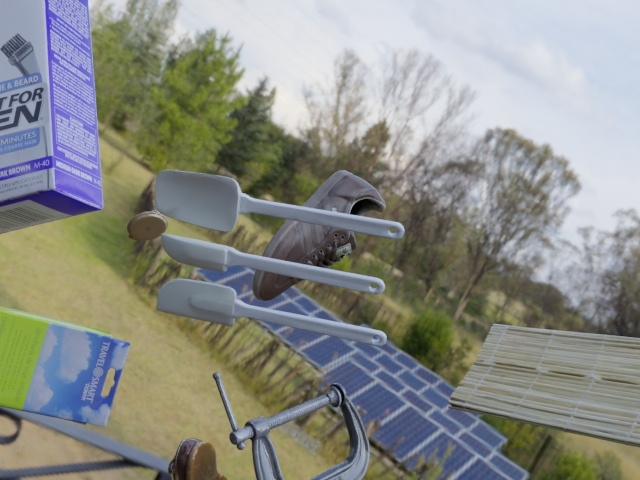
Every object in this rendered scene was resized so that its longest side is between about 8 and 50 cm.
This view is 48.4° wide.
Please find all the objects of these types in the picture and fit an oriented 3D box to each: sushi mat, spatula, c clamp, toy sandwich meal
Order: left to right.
[{"bbox_3d":[-0.331,-0.031,1.358,0.086,0.086,0.029,27,31,-44],"label":"toy sandwich meal"},{"bbox_3d":[-0.046,0.023,0.695,0.242,0.168,0.019,11,24,7],"label":"spatula"},{"bbox_3d":[-0.015,0.174,0.645,0.161,0.137,0.022,-2,-16,-45],"label":"c clamp"},{"bbox_3d":[0.310,0.164,0.822,0.317,0.151,0.019,1,-53,44],"label":"sushi mat"}]

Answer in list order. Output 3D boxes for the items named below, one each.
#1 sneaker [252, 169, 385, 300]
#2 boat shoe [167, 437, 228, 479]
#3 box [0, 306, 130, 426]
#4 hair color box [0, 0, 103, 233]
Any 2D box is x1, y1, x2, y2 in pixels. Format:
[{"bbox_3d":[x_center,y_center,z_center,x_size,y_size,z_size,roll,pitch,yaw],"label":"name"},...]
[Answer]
[{"bbox_3d":[0.000,0.000,0.802,0.071,0.188,0.066,30,-20,22],"label":"sneaker"},{"bbox_3d":[-0.194,0.353,1.071,0.073,0.073,0.207,16,-37,16],"label":"boat shoe"},{"bbox_3d":[-0.323,0.143,0.821,0.178,0.108,0.042,17,-3,-16],"label":"box"},{"bbox_3d":[-0.382,-0.189,0.872,0.185,0.338,0.110,-12,-16,14],"label":"hair color box"}]
